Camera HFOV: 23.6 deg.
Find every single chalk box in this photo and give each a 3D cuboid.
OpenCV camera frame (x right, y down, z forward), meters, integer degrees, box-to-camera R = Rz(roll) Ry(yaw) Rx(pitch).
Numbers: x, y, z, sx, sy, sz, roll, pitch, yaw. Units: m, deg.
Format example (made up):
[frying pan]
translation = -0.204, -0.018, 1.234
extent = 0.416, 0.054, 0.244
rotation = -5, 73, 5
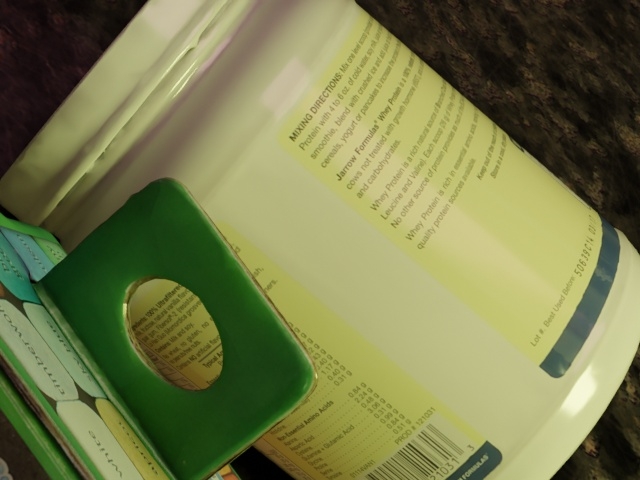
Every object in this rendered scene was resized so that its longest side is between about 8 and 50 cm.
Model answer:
[chalk box]
translation = -0.134, 0.100, 0.542
extent = 0.180, 0.289, 0.179
rotation = 53, 4, 9

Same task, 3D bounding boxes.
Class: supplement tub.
[supplement tub]
translation = 0.000, 0.000, 0.886
extent = 0.325, 0.235, 0.235
rotation = 40, 34, -10
